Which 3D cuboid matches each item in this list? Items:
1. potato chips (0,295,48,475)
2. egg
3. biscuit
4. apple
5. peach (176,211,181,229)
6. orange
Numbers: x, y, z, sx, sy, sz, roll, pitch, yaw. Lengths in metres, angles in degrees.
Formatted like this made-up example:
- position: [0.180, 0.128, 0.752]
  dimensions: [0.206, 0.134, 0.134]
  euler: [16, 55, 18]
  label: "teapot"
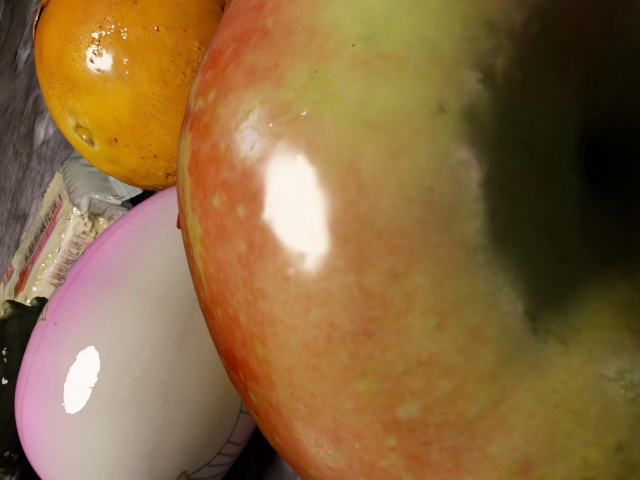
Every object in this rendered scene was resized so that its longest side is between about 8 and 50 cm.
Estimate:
- position: [-0.371, 0.228, 1.085]
  dimensions: [0.389, 0.097, 0.373]
  euler: [-53, 5, 12]
  label: "potato chips"
- position: [-0.123, 0.086, 0.854]
  dimensions: [0.271, 0.196, 0.196]
  euler: [-53, 28, -14]
  label: "egg"
- position: [-0.315, 0.022, 1.304]
  dimensions: [0.309, 0.079, 0.186]
  euler: [-59, 33, 16]
  label: "biscuit"
- position: [0.088, -0.021, 0.479]
  dimensions: [0.277, 0.319, 0.319]
  euler: [148, 139, -73]
  label: "apple"
- position: [0.000, 0.000, 0.719]
  dimensions: [0.190, 0.196, 0.226]
  euler: [99, 180, -64]
  label: "peach"
- position: [-0.143, -0.163, 1.005]
  dimensions: [0.240, 0.240, 0.240]
  euler: [-36, 42, 41]
  label: "orange"
